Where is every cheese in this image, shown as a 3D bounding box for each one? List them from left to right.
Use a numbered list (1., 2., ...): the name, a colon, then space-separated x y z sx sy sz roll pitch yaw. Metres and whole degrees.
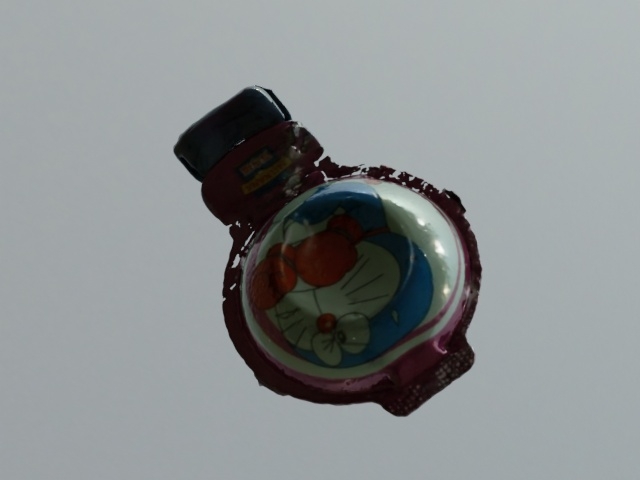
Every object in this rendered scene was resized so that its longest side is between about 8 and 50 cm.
1. cheese: 0.000 0.000 0.435 0.095 0.038 0.145 -35 -120 -8
